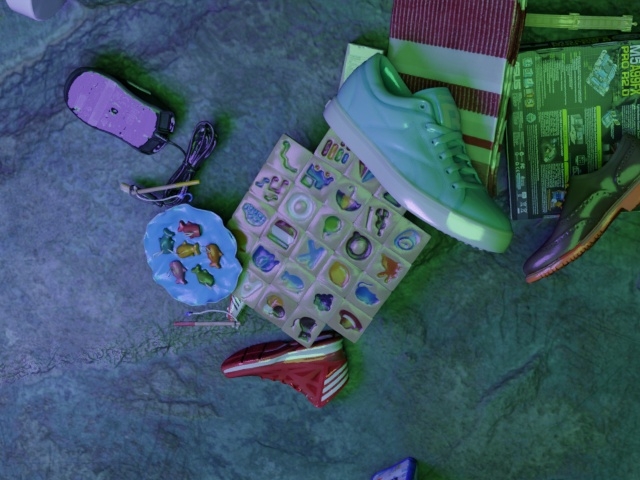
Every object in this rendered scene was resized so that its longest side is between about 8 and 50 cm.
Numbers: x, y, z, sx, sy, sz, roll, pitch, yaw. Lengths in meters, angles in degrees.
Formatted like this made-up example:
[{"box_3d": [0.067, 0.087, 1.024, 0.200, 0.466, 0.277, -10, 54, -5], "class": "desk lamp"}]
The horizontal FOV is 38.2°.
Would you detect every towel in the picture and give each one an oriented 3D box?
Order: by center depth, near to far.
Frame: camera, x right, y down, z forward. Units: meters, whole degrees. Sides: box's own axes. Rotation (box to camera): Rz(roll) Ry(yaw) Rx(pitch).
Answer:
[{"box_3d": [0.188, -0.242, 1.387, 0.237, 0.037, 0.329, 22, 113, 42], "class": "towel"}]

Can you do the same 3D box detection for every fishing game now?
[{"box_3d": [-0.217, 0.030, 1.532, 0.189, 0.041, 0.264, -2, 110, 25], "class": "fishing game"}]

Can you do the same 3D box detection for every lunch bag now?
[{"box_3d": [0.124, 0.469, 1.617, 0.096, 0.129, 0.151, 28, 109, -1], "class": "lunch bag"}]

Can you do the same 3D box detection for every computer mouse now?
[{"box_3d": [-0.311, -0.170, 1.536, 0.262, 0.060, 0.184, 25, 114, -4], "class": "computer mouse"}]

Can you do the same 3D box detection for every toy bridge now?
[{"box_3d": [0.376, -0.328, 1.381, 0.188, 0.063, 0.026, 4, 107, 8], "class": "toy bridge"}]

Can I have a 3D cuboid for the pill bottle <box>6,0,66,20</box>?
[{"box_3d": [-0.558, -0.484, 1.395, 0.363, 0.210, 0.210, 24, 108, 1], "class": "pill bottle"}]

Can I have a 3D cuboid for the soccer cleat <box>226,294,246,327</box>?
[{"box_3d": [-0.142, 0.113, 1.605, 0.036, 0.029, 0.083, 7, 103, 11], "class": "soccer cleat"}]

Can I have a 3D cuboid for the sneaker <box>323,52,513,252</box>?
[{"box_3d": [0.154, -0.137, 1.320, 0.366, 0.135, 0.150, 45, 117, 24], "class": "sneaker"}]

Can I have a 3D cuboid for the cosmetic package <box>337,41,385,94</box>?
[{"box_3d": [0.062, -0.252, 1.461, 0.060, 0.041, 0.115, 15, 108, 5], "class": "cosmetic package"}]

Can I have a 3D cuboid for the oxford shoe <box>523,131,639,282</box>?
[{"box_3d": [0.396, -0.045, 1.396, 0.098, 0.097, 0.271, 47, 107, 10], "class": "oxford shoe"}]

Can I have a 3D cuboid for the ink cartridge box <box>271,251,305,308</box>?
[{"box_3d": [-0.014, 0.050, 1.550, 0.180, 0.060, 0.104, -14, 103, 12], "class": "ink cartridge box"}]

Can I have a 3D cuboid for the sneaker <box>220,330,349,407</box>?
[{"box_3d": [-0.056, 0.241, 1.600, 0.221, 0.087, 0.128, -12, 103, 13], "class": "sneaker"}]

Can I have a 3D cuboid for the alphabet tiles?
[{"box_3d": [0.000, 0.000, 1.488, 0.285, 0.011, 0.342, 35, 111, 2], "class": "alphabet tiles"}]

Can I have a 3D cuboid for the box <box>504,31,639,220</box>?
[{"box_3d": [0.392, -0.170, 1.416, 0.216, 0.060, 0.270, -5, 111, 9], "class": "box"}]
